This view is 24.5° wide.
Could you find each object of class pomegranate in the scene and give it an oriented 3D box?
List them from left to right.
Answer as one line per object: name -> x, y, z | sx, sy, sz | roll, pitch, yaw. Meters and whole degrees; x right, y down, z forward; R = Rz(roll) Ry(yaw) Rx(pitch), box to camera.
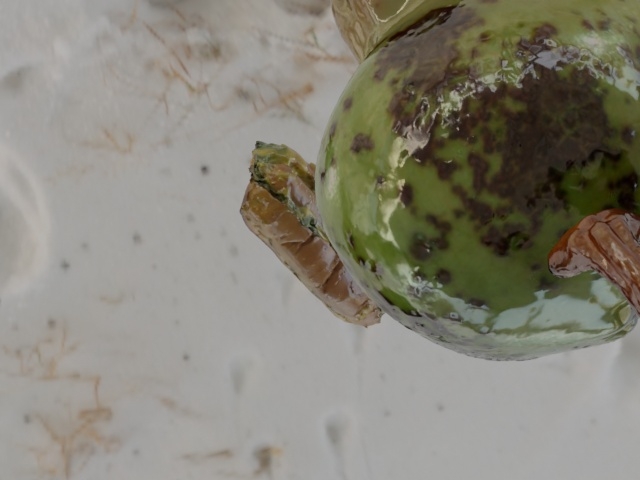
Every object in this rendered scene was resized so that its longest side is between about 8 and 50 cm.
pomegranate -> 0.099, -0.078, 0.753 | 0.222, 0.204, 0.276 | -9, 89, -51

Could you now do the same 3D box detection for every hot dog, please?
hot dog -> 0.000, 0.000, 1.513 | 0.072, 0.115, 0.269 | -4, 148, 31

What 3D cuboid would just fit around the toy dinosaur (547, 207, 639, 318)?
toy dinosaur -> 0.186, 0.047, 0.550 | 0.097, 0.208, 0.432 | -43, 153, 5
